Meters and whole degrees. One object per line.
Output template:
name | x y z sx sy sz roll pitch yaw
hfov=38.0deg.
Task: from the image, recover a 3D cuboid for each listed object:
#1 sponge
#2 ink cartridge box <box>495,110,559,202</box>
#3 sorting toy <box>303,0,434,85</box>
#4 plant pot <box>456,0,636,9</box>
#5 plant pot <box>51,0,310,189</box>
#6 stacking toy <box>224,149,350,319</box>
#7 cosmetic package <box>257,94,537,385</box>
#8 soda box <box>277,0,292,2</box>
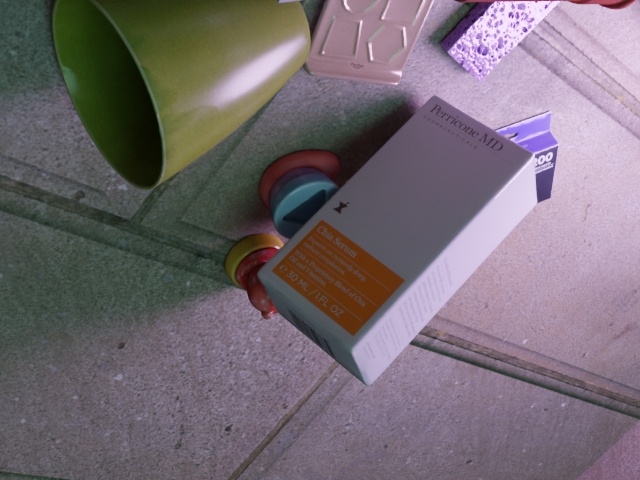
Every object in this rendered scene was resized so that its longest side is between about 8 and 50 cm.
sponge | 0.314 -0.380 1.594 0.210 0.031 0.117 -45 137 14
ink cartridge box | 0.374 -0.136 1.853 0.206 0.045 0.208 -21 136 -13
sorting toy | 0.081 -0.354 1.478 0.192 0.038 0.208 1 124 -32
plant pot | 0.317 -0.465 1.362 0.264 0.272 0.272 -9 134 -13
plant pot | -0.169 -0.255 1.280 0.293 0.274 0.275 -30 141 -29
stacking toy | 0.000 0.000 1.690 0.279 0.130 0.309 0 129 -31
cosmetic package | 0.139 -0.006 1.583 0.453 0.230 0.161 -46 150 -14
soda box | 0.043 -0.410 1.298 0.286 0.098 0.091 -17 152 -35
